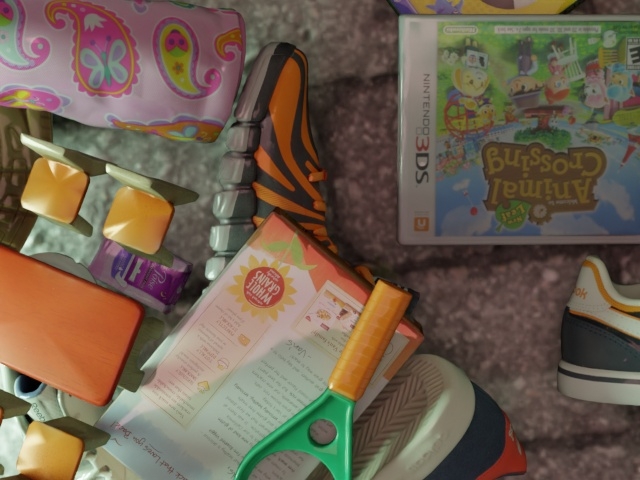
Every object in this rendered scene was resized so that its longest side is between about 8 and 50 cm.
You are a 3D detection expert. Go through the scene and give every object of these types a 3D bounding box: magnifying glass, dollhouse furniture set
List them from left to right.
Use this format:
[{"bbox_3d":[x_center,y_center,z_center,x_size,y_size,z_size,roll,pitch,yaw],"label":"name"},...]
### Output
[{"bbox_3d":[-0.254,0.042,1.196,0.259,0.135,0.262,20,89,19],"label":"dollhouse furniture set"},{"bbox_3d":[0.006,0.138,1.211,0.092,0.026,0.231,26,98,-1],"label":"magnifying glass"}]

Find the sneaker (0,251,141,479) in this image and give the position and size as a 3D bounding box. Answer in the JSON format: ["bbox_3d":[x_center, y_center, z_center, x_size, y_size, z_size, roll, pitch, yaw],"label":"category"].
[{"bbox_3d":[-0.212,0.159,1.331,0.111,0.129,0.297,-23,93,11],"label":"sneaker"}]

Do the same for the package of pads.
[{"bbox_3d":[-0.159,0.025,1.385,0.083,0.032,0.050,27,95,7],"label":"package of pads"}]

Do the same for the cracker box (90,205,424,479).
[{"bbox_3d":[-0.050,0.110,1.254,0.156,0.067,0.232,40,95,-2],"label":"cracker box"}]

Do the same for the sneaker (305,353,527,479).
[{"bbox_3d":[0.025,0.250,1.318,0.350,0.131,0.148,-40,125,20],"label":"sneaker"}]

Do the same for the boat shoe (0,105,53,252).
[{"bbox_3d":[-0.288,-0.100,1.367,0.121,0.110,0.341,18,86,-15],"label":"boat shoe"}]

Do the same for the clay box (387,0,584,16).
[{"bbox_3d":[0.168,-0.241,1.347,0.222,0.053,0.127,-37,85,5],"label":"clay box"}]

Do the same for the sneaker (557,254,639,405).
[{"bbox_3d":[0.356,0.075,1.278,0.321,0.126,0.127,4,94,8],"label":"sneaker"}]

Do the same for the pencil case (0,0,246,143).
[{"bbox_3d":[-0.205,-0.154,1.272,0.284,0.124,0.124,9,89,-15],"label":"pencil case"}]

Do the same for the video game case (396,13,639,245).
[{"bbox_3d":[0.170,-0.092,1.322,0.212,0.023,0.193,0,100,-3],"label":"video game case"}]

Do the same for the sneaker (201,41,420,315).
[{"bbox_3d":[0.000,0.000,1.336,0.180,0.124,0.321,9,99,3],"label":"sneaker"}]
